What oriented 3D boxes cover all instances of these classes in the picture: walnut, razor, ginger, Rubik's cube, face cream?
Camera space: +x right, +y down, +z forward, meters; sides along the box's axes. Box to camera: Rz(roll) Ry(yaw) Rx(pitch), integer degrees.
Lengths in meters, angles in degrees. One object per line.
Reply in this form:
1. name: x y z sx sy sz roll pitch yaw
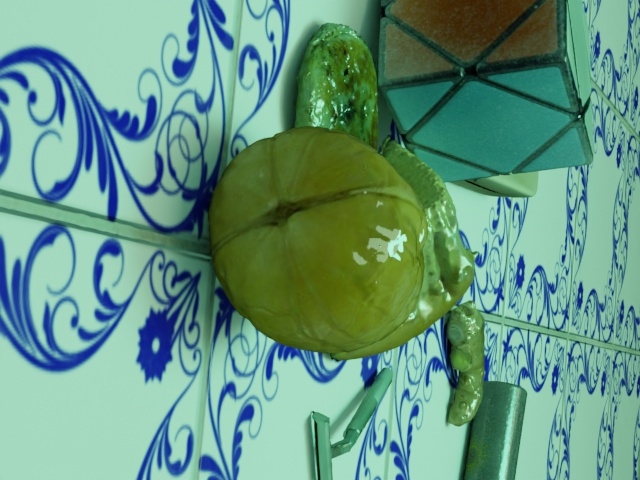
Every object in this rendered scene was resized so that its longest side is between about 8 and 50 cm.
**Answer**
1. walnut: 0.000 0.000 1.135 0.226 0.193 0.193 18 76 -77
2. razor: 0.043 0.186 1.444 0.211 0.036 0.084 -39 130 -61
3. ginger: 0.198 0.162 1.801 0.069 0.051 0.173 -30 118 -60
4. Rubik's cube: 0.187 -0.206 1.489 0.205 0.205 0.207 57 30 -55
5. face cream: 0.236 0.339 1.885 0.073 0.073 0.283 51 46 -59

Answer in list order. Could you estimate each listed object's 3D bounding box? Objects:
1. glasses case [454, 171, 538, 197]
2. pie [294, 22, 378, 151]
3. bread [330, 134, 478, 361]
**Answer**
1. glasses case: 0.219 -0.140 1.778 0.336 0.076 0.144 13 80 -68
2. pie: 0.018 -0.123 1.335 0.187 0.041 0.186 4 90 -67
3. bread: 0.097 0.011 1.423 0.251 0.133 0.174 -58 141 -49
